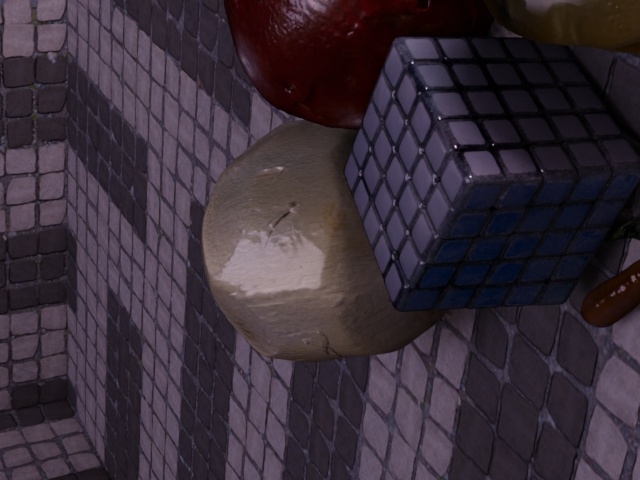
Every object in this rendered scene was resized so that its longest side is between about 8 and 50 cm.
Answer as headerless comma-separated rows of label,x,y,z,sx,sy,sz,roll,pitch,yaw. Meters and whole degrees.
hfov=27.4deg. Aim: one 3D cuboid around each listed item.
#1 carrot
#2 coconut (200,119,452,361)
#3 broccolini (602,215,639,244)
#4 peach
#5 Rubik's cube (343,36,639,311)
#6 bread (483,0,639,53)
carrot,0.358,0.037,1.450,0.216,0.048,0.048,-51,53,49
coconut,0.000,0.000,1.826,0.360,0.346,0.346,-1,99,28
broccolini,0.345,-0.004,1.490,0.035,0.030,0.140,44,159,-7
peach,0.067,-0.347,1.594,0.353,0.339,0.416,30,125,37
Rubik's cube,0.190,-0.078,1.512,0.237,0.237,0.238,113,145,-44
bread,0.250,-0.353,1.288,0.300,0.210,0.341,40,148,44
